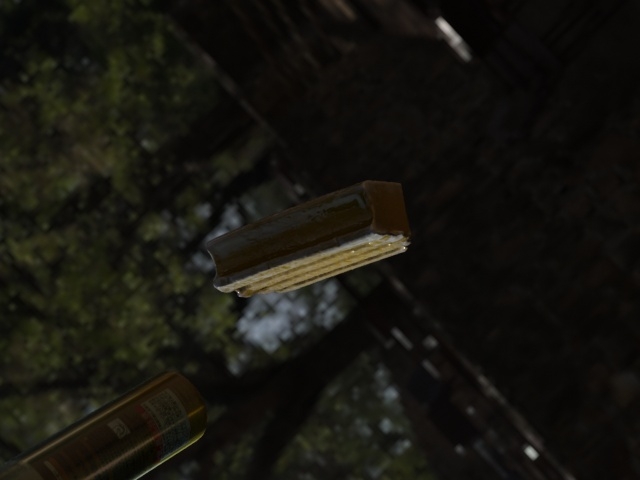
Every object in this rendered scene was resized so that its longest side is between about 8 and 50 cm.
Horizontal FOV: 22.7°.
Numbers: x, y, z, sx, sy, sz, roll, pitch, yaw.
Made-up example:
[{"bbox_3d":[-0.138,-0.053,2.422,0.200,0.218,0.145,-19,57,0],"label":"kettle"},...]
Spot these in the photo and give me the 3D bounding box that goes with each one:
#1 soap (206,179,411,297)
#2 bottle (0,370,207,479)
[{"bbox_3d":[0.000,0.000,1.836,0.140,0.232,0.073,0,-107,-55],"label":"soap"},{"bbox_3d":[-0.234,0.220,1.557,0.082,0.082,0.286,47,-136,14],"label":"bottle"}]
